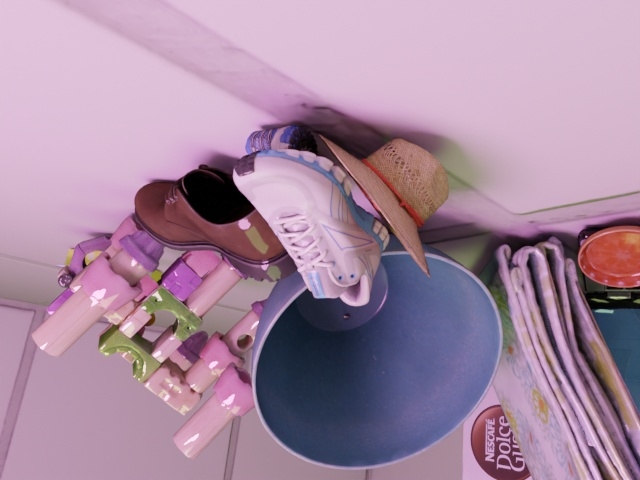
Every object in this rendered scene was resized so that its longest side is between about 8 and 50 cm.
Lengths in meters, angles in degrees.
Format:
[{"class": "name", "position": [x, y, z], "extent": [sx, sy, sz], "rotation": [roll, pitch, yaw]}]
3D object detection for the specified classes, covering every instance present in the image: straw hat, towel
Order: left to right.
[{"class": "straw hat", "position": [0.066, -0.045, 0.405], "extent": [0.061, 0.145, 0.144], "rotation": [-38, 153, 5]}, {"class": "towel", "position": [0.289, 0.190, 0.672], "extent": [0.090, 0.321, 0.374], "rotation": [-17, 161, 4]}]

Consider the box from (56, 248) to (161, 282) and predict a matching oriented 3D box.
[{"class": "box", "position": [-0.404, 0.056, 0.989], "extent": [0.108, 0.043, 0.178], "rotation": [2, 163, 14]}]

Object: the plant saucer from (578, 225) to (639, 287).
[{"class": "plant saucer", "position": [0.309, 0.016, 0.519], "extent": [0.083, 0.013, 0.084], "rotation": [15, 138, 13]}]

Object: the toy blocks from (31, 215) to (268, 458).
[{"class": "toy blocks", "position": [-0.199, 0.077, 0.745], "extent": [0.289, 0.260, 0.309], "rotation": [47, 173, -22]}]

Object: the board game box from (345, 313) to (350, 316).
[{"class": "board game box", "position": [0.165, 0.128, 0.997], "extent": [0.164, 0.042, 0.243], "rotation": [12, 163, -16]}]

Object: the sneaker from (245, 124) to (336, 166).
[{"class": "sneaker", "position": [-0.024, -0.059, 0.455], "extent": [0.057, 0.052, 0.135], "rotation": [11, 159, 22]}]

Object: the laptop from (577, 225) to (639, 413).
[{"class": "laptop", "position": [0.518, 0.148, 0.581], "extent": [0.381, 0.237, 0.408], "rotation": [-3, 161, 28]}]

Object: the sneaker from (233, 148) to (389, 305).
[{"class": "sneaker", "position": [0.000, 0.000, 0.403], "extent": [0.071, 0.083, 0.190], "rotation": [-8, 151, 34]}]

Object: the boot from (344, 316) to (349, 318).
[{"class": "boot", "position": [0.124, 0.303, 1.266], "extent": [0.085, 0.179, 0.236], "rotation": [-34, 108, 10]}]

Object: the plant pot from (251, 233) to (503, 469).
[{"class": "plant pot", "position": [0.049, 0.106, 0.649], "extent": [0.289, 0.291, 0.195], "rotation": [13, -160, -18]}]

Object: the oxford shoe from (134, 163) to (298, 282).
[{"class": "oxford shoe", "position": [-0.115, -0.038, 0.499], "extent": [0.227, 0.083, 0.096], "rotation": [12, 143, 36]}]

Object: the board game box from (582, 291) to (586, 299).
[{"class": "board game box", "position": [0.359, 0.165, 0.876], "extent": [0.035, 0.136, 0.201], "rotation": [14, 163, -22]}]

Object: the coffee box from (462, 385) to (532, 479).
[{"class": "coffee box", "position": [0.510, 0.336, 1.029], "extent": [0.334, 0.338, 0.338], "rotation": [-7, 159, 40]}]
